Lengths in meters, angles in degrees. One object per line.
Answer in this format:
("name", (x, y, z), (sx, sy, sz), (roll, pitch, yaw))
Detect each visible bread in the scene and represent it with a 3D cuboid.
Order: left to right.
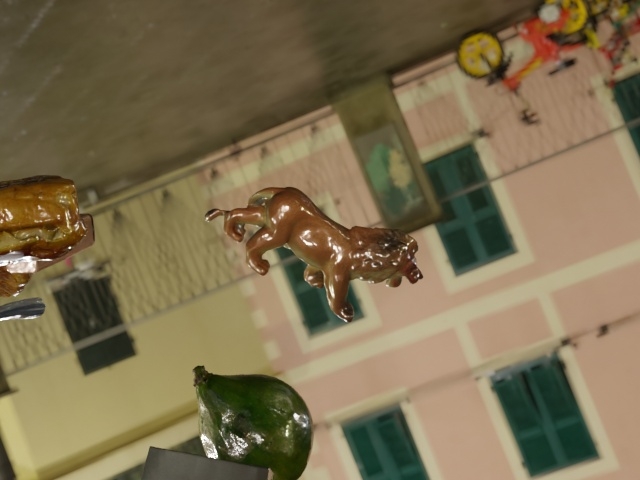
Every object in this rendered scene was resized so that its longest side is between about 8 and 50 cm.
("bread", (-0.354, 0.000, 1.006), (0.271, 0.077, 0.139), (-14, -169, -21))
("bread", (-0.486, 0.013, 1.696), (0.105, 0.076, 0.233), (18, 148, -5))

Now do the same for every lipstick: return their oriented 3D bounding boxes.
("lipstick", (-0.324, 0.002, 1.329), (0.045, 0.045, 0.145), (1, -167, 15))

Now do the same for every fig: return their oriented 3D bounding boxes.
("fig", (-0.128, 0.299, 1.793), (0.195, 0.245, 0.195), (-35, -147, 27))

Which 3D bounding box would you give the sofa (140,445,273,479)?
("sofa", (-0.131, 0.285, 1.289), (0.147, 0.060, 0.085), (9, 166, 2))

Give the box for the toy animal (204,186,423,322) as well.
("toy animal", (0.000, 0.000, 1.580), (0.157, 0.312, 0.097), (-55, -168, 20))

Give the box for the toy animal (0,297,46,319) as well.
("toy animal", (-0.648, 0.144, 1.796), (0.367, 0.206, 0.081), (-42, 174, -43))
